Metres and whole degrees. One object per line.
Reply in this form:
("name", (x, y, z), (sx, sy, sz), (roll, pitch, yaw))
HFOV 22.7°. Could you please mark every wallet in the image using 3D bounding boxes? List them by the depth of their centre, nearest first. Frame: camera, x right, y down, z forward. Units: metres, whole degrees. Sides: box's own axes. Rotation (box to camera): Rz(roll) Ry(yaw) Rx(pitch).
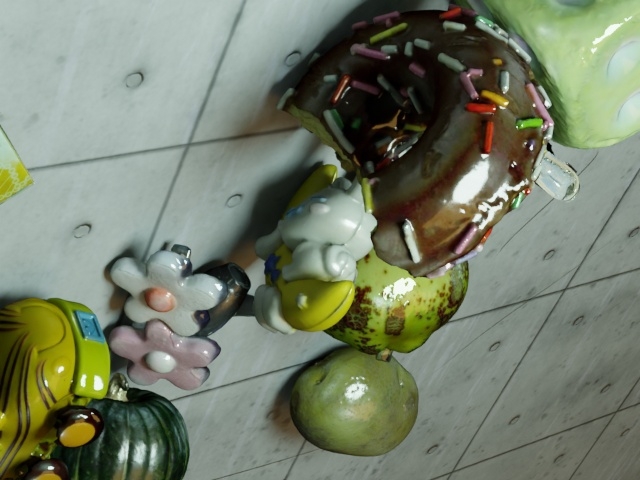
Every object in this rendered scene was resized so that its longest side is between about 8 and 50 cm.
("wallet", (0.213, -0.140, 1.927), (0.170, 0.231, 0.069), (36, 97, -32))

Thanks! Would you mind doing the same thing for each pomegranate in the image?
("pomegranate", (0.089, 0.020, 2.096), (0.222, 0.204, 0.277), (-9, 137, -30))

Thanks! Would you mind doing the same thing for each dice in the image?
("dice", (0.319, -0.282, 1.888), (0.249, 0.254, 0.252), (-36, 148, -7))

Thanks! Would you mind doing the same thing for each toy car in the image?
("toy car", (-0.354, 0.174, 1.824), (0.142, 0.200, 0.248), (15, 121, -39))

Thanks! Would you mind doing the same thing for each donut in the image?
("donut", (0.118, -0.136, 1.772), (0.259, 0.345, 0.136), (-41, 134, 10))

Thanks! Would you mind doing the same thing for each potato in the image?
("potato", (0.061, 0.250, 2.436), (0.174, 0.159, 0.251), (-23, 145, 25))

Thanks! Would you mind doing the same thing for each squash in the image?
("squash", (-0.269, 0.260, 2.016), (0.218, 0.173, 0.218), (-3, 164, -1))

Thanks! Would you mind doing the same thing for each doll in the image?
("doll", (0.000, 0.000, 1.966), (0.111, 0.237, 0.252), (27, 154, -22))

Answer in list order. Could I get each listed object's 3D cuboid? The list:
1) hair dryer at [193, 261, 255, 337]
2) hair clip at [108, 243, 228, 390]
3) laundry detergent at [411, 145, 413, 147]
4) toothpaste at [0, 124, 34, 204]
("hair dryer", (-0.133, 0.104, 2.116), (0.195, 0.075, 0.219), (-41, 160, 22))
("hair clip", (-0.191, 0.097, 1.973), (0.146, 0.075, 0.257), (9, 130, -2))
("laundry detergent", (0.177, -0.135, 2.098), (0.221, 0.078, 0.144), (2, 111, -52))
("toothpaste", (-0.355, -0.142, 1.483), (0.071, 0.089, 0.313), (-30, 150, -7))
